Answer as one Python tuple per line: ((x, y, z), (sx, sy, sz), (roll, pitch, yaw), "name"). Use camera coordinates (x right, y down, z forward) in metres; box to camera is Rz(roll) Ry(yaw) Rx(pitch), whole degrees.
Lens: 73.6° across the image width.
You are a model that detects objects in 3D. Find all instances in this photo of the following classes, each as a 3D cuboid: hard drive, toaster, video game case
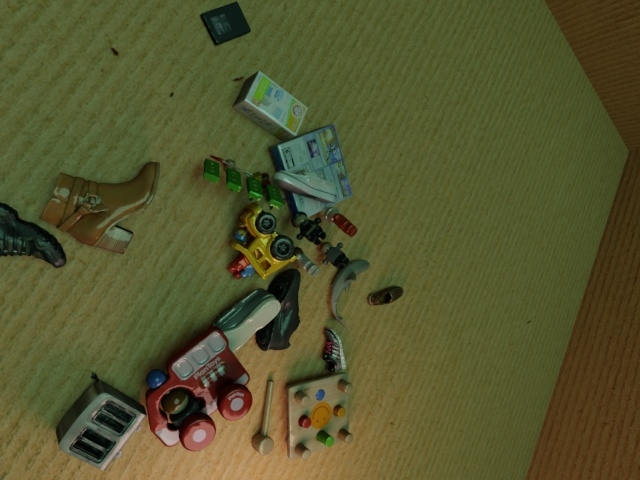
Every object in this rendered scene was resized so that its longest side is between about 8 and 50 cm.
((-0.294, -0.679, 1.337), (0.135, 0.022, 0.094), (-37, 111, -27), "hard drive")
((-0.581, 0.481, 1.132), (0.186, 0.110, 0.168), (47, 67, -26), "toaster")
((-0.025, -0.239, 1.499), (0.244, 0.061, 0.270), (-28, 112, -29), "video game case")

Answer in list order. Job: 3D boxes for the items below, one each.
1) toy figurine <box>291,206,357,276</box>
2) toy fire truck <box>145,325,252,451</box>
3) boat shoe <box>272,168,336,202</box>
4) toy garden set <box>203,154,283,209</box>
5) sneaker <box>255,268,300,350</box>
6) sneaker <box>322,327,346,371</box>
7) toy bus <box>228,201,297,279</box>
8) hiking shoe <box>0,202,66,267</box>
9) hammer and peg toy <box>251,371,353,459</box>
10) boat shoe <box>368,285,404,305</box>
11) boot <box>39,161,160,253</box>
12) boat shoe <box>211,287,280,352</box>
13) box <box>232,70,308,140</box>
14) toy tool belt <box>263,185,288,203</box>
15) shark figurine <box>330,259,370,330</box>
((0.000, 0.000, 1.457), (0.212, 0.148, 0.210), (-15, 130, -34), "toy figurine")
((-0.358, 0.422, 1.221), (0.302, 0.169, 0.254), (-36, 113, -18), "toy fire truck")
((-0.048, -0.193, 1.404), (0.258, 0.095, 0.084), (17, 83, -46), "boat shoe")
((-0.244, -0.181, 1.310), (0.244, 0.204, 0.049), (21, 115, -24), "toy garden set")
((-0.121, 0.236, 1.450), (0.130, 0.109, 0.287), (22, 86, -42), "sneaker")
((0.039, 0.407, 1.568), (0.074, 0.063, 0.171), (-19, 97, -31), "sneaker")
((-0.214, 0.018, 1.358), (0.211, 0.149, 0.220), (-37, 110, -10), "toy bus")
((-0.738, 0.006, 1.040), (0.227, 0.086, 0.114), (44, 82, -21), "hiking shoe")
((-0.049, 0.609, 1.481), (0.361, 0.127, 0.266), (-1, 92, -34), "hammer and peg toy")
((0.275, 0.228, 1.726), (0.177, 0.060, 0.064), (-12, 98, -33), "boat shoe")
((-0.573, -0.126, 1.135), (0.220, 0.109, 0.284), (29, 83, -27), "boot")
((-0.277, 0.268, 1.346), (0.319, 0.099, 0.116), (-36, 140, -11), "boat shoe")
((-0.160, -0.430, 1.387), (0.203, 0.103, 0.114), (30, 76, -31), "box")
((-0.155, -0.141, 1.439), (0.051, 0.052, 0.083), (-43, 114, 9), "toy tool belt")
((0.094, 0.172, 1.575), (0.166, 0.116, 0.279), (33, 72, -29), "shark figurine")
